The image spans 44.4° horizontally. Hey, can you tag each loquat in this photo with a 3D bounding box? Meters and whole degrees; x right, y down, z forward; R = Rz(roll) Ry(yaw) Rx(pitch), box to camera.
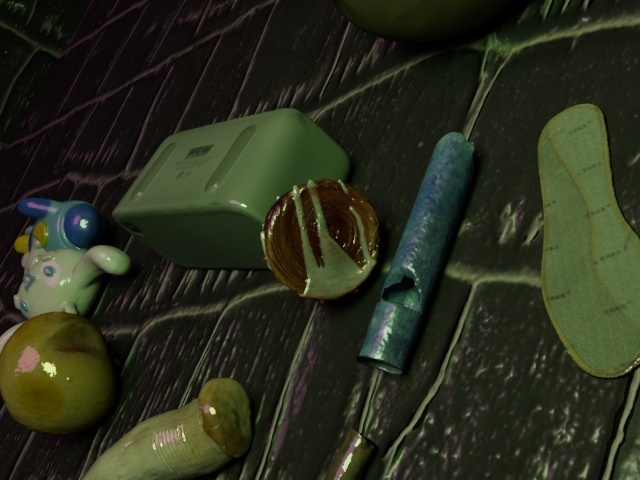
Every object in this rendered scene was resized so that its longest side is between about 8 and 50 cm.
[{"bbox_3d":[-0.438,0.223,1.326,0.213,0.213,0.213,-31,41,31],"label":"loquat"}]

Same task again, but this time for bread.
[{"bbox_3d":[0.000,0.000,1.014,0.160,0.160,0.073,-58,11,-5],"label":"bread"}]

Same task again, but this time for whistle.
[{"bbox_3d":[0.122,0.011,0.943,0.062,0.062,0.304,0,62,51],"label":"whistle"}]

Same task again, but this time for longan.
[{"bbox_3d":[0.143,-0.444,1.065,0.361,0.361,0.361,-31,41,31],"label":"longan"}]

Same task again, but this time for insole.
[{"bbox_3d":[0.278,-0.014,0.819,0.119,0.009,0.348,-27,43,36],"label":"insole"}]

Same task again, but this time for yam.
[{"bbox_3d":[-0.033,0.358,0.854,0.045,0.045,0.327,28,81,22],"label":"yam"}]

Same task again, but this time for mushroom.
[{"bbox_3d":[-0.230,0.309,1.092,0.351,0.095,0.123,-39,55,25],"label":"mushroom"}]

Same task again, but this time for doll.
[{"bbox_3d":[-0.545,0.036,1.616,0.376,0.187,0.366,-27,48,8],"label":"doll"}]

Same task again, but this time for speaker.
[{"bbox_3d":[-0.145,-0.074,1.239,0.406,0.183,0.184,-2,55,49],"label":"speaker"}]
